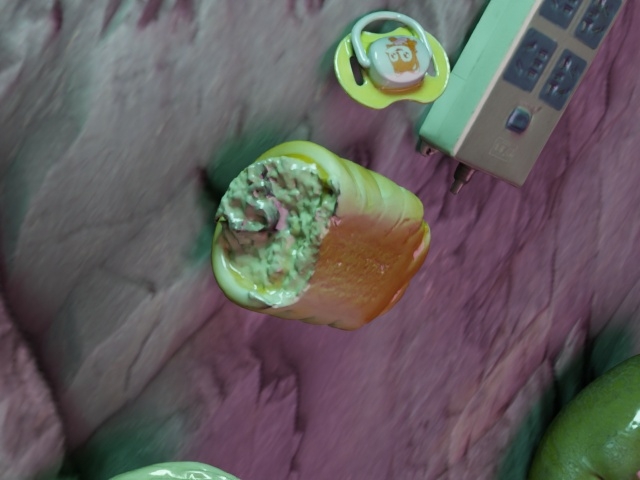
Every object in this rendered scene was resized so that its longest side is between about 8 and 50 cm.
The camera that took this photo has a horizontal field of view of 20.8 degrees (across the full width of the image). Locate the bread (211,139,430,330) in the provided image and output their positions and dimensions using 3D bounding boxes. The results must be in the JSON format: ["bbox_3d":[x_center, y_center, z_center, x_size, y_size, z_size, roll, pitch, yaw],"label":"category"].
[{"bbox_3d":[0.000,0.000,1.185,0.177,0.084,0.119,21,103,-52],"label":"bread"}]

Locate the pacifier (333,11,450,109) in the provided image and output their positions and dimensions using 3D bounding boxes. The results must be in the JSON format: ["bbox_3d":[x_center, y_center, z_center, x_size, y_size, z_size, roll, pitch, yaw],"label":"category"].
[{"bbox_3d":[0.043,-0.116,1.183,0.083,0.068,0.064,-10,160,-22],"label":"pacifier"}]

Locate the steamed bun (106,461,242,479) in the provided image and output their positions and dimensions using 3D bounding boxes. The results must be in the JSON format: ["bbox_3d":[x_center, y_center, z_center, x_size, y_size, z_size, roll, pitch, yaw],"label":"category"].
[{"bbox_3d":[-0.127,0.307,1.155,0.203,0.276,0.289,93,22,-49],"label":"steamed bun"}]

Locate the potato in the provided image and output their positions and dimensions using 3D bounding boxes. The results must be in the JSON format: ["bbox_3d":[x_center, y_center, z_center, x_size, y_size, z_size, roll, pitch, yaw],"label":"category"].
[{"bbox_3d":[0.282,0.201,1.580,0.251,0.159,0.174,-54,170,18],"label":"potato"}]

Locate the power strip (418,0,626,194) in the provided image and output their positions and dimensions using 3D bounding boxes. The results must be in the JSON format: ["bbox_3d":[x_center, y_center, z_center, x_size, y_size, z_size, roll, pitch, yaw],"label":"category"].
[{"bbox_3d":[0.186,-0.194,1.270,0.106,0.043,0.367,18,103,-50],"label":"power strip"}]
